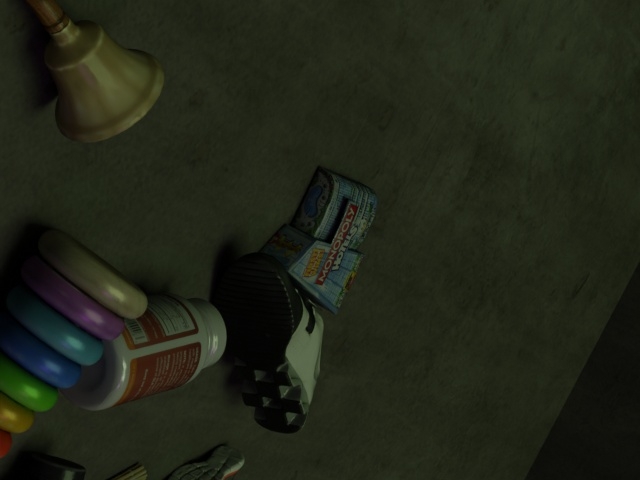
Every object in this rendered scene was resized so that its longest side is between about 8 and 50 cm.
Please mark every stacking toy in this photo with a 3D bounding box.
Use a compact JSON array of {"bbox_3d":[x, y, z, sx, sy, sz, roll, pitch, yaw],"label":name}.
[{"bbox_3d":[-0.340,0.153,1.562,0.330,0.141,0.141,-52,151,-3],"label":"stacking toy"}]

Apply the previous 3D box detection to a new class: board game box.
[{"bbox_3d":[0.000,0.000,2.039,0.194,0.060,0.194,16,101,-62],"label":"board game box"}]

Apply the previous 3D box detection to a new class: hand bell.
[{"bbox_3d":[-0.262,-0.222,1.392,0.126,0.126,0.242,-51,138,-19],"label":"hand bell"}]

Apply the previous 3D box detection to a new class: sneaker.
[{"bbox_3d":[-0.169,0.358,2.080,0.158,0.061,0.064,-21,139,-50],"label":"sneaker"},{"bbox_3d":[-0.062,0.113,2.003,0.330,0.123,0.146,84,25,-45],"label":"sneaker"}]

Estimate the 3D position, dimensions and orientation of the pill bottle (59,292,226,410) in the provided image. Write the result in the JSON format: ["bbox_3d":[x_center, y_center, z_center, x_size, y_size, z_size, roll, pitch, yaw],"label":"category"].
[{"bbox_3d":[-0.215,0.129,1.732,0.216,0.121,0.121,-10,123,-56],"label":"pill bottle"}]

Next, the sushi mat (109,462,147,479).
[{"bbox_3d":[-0.351,0.414,1.869,0.317,0.019,0.151,-24,135,-49],"label":"sushi mat"}]

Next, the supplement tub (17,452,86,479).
[{"bbox_3d":[-0.345,0.361,1.722,0.106,0.106,0.197,23,84,-62],"label":"supplement tub"}]
